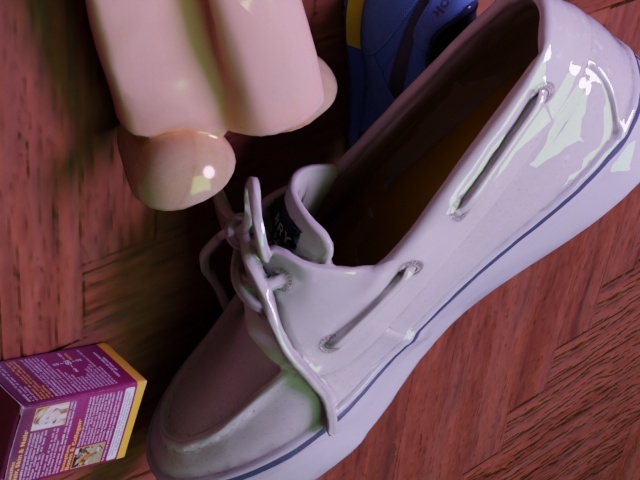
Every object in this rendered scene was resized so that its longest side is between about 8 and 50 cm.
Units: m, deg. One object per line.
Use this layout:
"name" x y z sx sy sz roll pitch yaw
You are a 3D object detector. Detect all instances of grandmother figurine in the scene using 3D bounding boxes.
"grandmother figurine" -0.062 -0.175 0.507 0.208 0.104 0.342 -47 148 -25

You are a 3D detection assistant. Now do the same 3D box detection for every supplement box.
"supplement box" -0.144 0.093 0.682 0.083 0.043 0.055 -6 124 -48

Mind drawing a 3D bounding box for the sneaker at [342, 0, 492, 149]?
"sneaker" 0.065 -0.073 0.753 0.069 0.082 0.209 -37 143 -25

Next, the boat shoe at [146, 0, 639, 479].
"boat shoe" 0.003 0.005 0.671 0.367 0.135 0.156 -40 133 20
